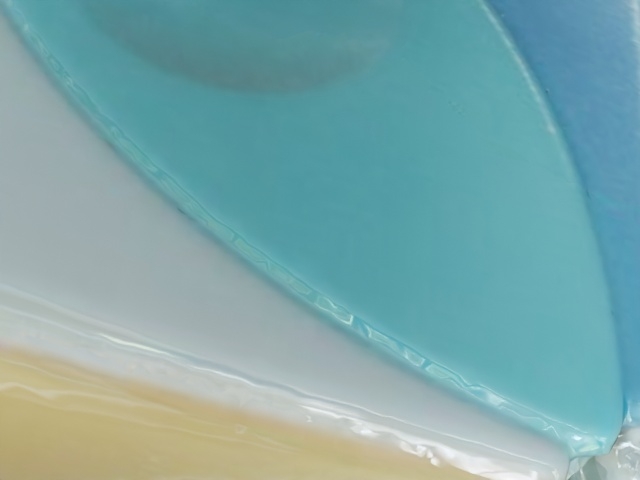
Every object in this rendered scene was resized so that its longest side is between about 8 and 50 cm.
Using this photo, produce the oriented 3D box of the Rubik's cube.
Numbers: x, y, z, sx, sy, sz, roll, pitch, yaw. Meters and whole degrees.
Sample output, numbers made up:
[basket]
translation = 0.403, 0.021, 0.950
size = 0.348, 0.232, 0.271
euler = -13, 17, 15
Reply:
[Rubik's cube]
translation = -0.064, 0.009, 0.558
size = 0.348, 0.351, 0.352
euler = 16, 138, -4
